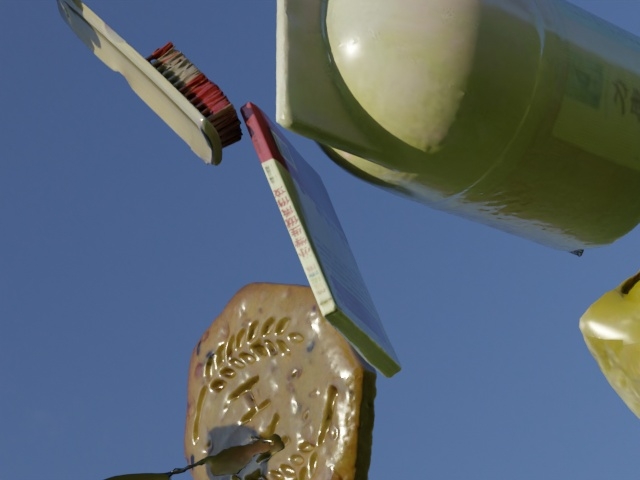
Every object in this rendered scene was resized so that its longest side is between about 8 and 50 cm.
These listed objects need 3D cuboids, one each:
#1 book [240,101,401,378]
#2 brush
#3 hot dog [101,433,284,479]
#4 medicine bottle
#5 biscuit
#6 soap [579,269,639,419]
[{"bbox_3d":[0.000,0.000,1.312,0.022,0.231,0.162,-28,-32,11],"label":"book"},{"bbox_3d":[-0.171,-0.175,1.395,0.050,0.321,0.060,-33,-43,-16],"label":"brush"},{"bbox_3d":[-0.020,0.246,0.985,0.194,0.326,0.107,-61,-19,-6],"label":"hot dog"},{"bbox_3d":[0.124,-0.147,1.380,0.406,0.235,0.235,18,-64,-34],"label":"medicine bottle"},{"bbox_3d":[-0.061,0.220,1.825,0.046,0.359,0.359,7,-58,-41],"label":"biscuit"},{"bbox_3d":[0.265,0.010,0.495,0.315,0.091,0.199,-38,-79,-14],"label":"soap"}]
